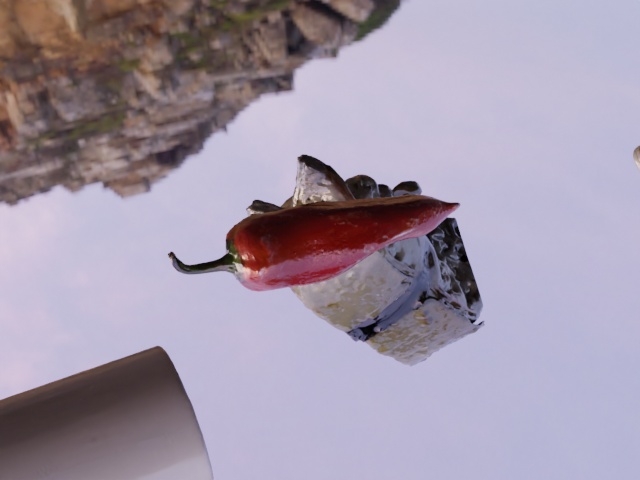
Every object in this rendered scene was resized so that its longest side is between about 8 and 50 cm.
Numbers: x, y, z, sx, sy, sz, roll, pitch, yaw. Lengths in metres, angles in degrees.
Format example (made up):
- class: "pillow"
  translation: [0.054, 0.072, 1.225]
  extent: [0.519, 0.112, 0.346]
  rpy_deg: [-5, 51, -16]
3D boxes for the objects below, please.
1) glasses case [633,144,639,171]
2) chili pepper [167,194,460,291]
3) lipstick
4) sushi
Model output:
- class: "glasses case"
  translation: [0.324, -0.056, 1.047]
  extent: [0.083, 0.021, 0.032]
  rpy_deg: [50, -139, -3]
- class: "chili pepper"
  translation: [0.000, 0.001, 0.696]
  extent: [0.191, 0.050, 0.059]
  rpy_deg: [-12, 177, -15]
- class: "lipstick"
  translation: [-0.217, 0.144, 0.534]
  extent: [0.326, 0.087, 0.087]
  rpy_deg: [-19, -139, -17]
- class: "sushi"
  translation: [0.044, 0.026, 0.846]
  extent: [0.134, 0.273, 0.109]
  rpy_deg: [-21, -112, 8]
